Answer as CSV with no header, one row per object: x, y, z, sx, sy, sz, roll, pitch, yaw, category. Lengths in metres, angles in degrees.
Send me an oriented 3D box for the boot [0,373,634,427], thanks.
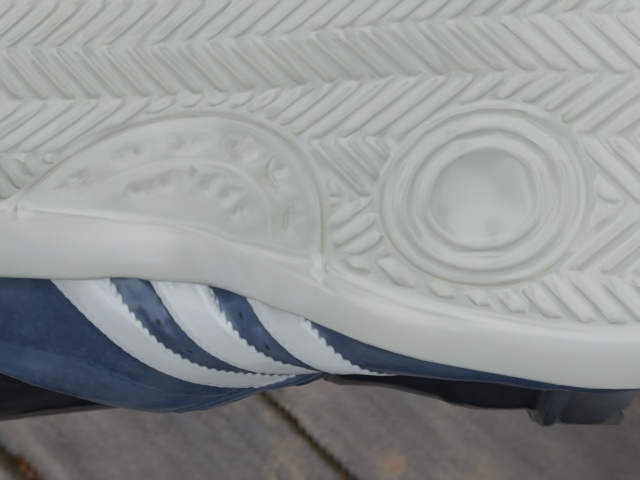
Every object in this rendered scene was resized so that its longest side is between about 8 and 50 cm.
-0.079,-0.087,0.721,0.445,0.146,0.367,3,114,-4,boot

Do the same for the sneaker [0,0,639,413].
0.000,0.000,0.590,0.350,0.148,0.131,8,61,24,sneaker
